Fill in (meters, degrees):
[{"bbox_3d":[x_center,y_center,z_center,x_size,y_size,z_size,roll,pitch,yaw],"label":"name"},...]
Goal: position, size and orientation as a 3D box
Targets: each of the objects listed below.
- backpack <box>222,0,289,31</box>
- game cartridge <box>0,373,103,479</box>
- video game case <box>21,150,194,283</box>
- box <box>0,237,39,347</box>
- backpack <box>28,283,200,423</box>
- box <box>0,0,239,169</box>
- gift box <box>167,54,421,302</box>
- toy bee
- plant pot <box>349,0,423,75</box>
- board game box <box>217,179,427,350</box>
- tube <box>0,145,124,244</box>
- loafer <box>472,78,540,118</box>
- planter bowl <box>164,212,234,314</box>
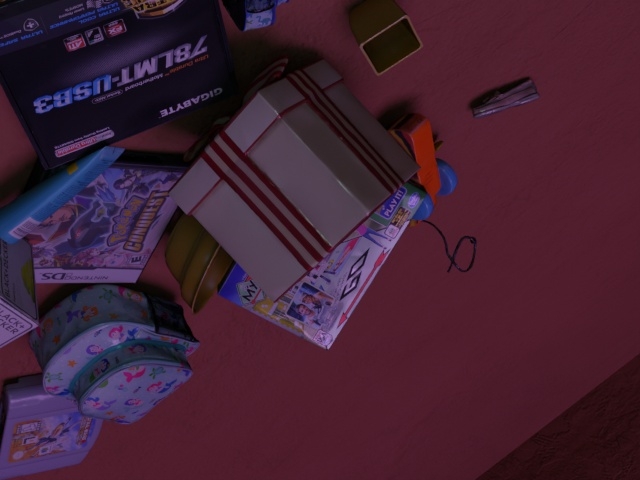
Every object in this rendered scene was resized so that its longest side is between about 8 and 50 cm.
[{"bbox_3d":[-0.086,-0.331,1.387,0.084,0.105,0.114,-17,151,-15],"label":"backpack"},{"bbox_3d":[-0.516,0.352,2.054,0.198,0.062,0.297,-4,140,-26],"label":"game cartridge"},{"bbox_3d":[-0.350,-0.031,1.666,0.248,0.035,0.275,2,137,-37],"label":"video game case"},{"bbox_3d":[-0.551,0.110,1.557,0.290,0.169,0.087,-31,137,11],"label":"box"},{"bbox_3d":[-0.358,0.191,1.839,0.225,0.191,0.253,-39,141,18],"label":"backpack"},{"bbox_3d":[-0.270,-0.251,1.395,0.296,0.073,0.293,-22,146,-9],"label":"box"},{"bbox_3d":[-0.043,-0.102,1.577,0.255,0.258,0.276,-43,180,27],"label":"gift box"},{"bbox_3d":[0.145,-0.080,1.861,0.195,0.162,0.298,-22,114,-43],"label":"toy bee"},{"bbox_3d":[0.086,-0.308,1.563,0.081,0.083,0.081,-32,148,6],"label":"plant pot"},{"bbox_3d":[0.000,0.000,1.762,0.214,0.046,0.317,28,104,-13],"label":"board game box"},{"bbox_3d":[-0.369,-0.071,1.518,0.207,0.052,0.080,-34,-178,9],"label":"tube"},{"bbox_3d":[0.317,-0.246,1.870,0.125,0.039,0.045,-18,179,-10],"label":"loafer"},{"bbox_3d":[-0.191,0.005,1.744,0.217,0.090,0.217,-61,176,-7],"label":"planter bowl"}]
